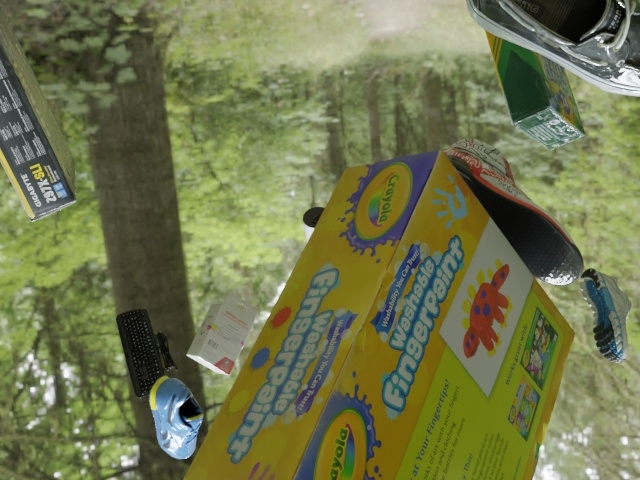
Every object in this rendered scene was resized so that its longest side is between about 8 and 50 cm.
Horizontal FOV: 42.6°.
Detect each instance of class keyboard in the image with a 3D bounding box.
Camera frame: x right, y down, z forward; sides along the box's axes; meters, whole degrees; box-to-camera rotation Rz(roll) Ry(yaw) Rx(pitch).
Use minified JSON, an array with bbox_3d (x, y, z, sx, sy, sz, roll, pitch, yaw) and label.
[{"bbox_3d":[-0.370,0.232,1.756,0.100,0.192,0.038,-15,162,-16],"label":"keyboard"}]

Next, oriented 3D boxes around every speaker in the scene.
[{"bbox_3d":[0.000,0.000,1.538,0.055,0.136,0.055,-4,-130,4],"label":"speaker"}]

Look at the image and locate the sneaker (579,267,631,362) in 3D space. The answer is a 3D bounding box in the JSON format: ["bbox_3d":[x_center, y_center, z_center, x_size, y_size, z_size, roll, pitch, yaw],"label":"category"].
[{"bbox_3d":[0.557,0.140,1.546,0.082,0.191,0.071,8,148,-19],"label":"sneaker"}]

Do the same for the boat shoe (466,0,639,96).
[{"bbox_3d":[0.345,-0.268,1.038,0.335,0.121,0.119,17,-177,3],"label":"boat shoe"}]

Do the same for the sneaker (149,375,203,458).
[{"bbox_3d":[-0.247,0.333,1.476,0.082,0.209,0.069,18,-136,26],"label":"sneaker"}]

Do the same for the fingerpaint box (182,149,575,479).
[{"bbox_3d":[0.101,0.185,0.965,0.163,0.371,0.445,-7,-134,44],"label":"fingerpaint box"}]

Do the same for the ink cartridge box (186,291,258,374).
[{"bbox_3d":[-0.263,0.249,2.223,0.115,0.198,0.067,37,157,-29],"label":"ink cartridge box"}]

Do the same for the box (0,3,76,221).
[{"bbox_3d":[-0.460,-0.216,1.207,0.079,0.322,0.257,-23,-157,-7],"label":"box"}]

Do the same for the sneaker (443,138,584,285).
[{"bbox_3d":[0.290,-0.054,1.236,0.270,0.090,0.145,37,-146,5],"label":"sneaker"}]

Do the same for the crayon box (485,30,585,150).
[{"bbox_3d":[0.396,-0.354,1.570,0.083,0.323,0.203,-23,159,30],"label":"crayon box"}]
